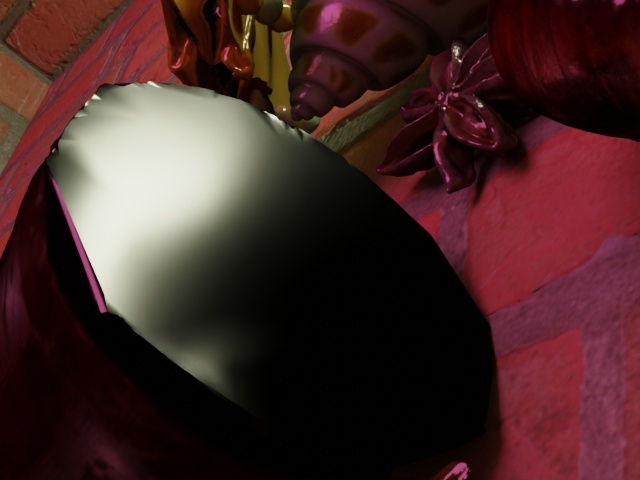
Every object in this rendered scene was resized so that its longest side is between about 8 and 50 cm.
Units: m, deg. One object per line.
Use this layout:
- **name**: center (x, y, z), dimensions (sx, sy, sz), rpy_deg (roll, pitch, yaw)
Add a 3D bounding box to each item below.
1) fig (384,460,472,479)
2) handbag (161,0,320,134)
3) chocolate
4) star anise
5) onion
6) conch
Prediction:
- **fig**: center (0.047, 0.199, 0.737), dimensions (0.154, 0.103, 0.109), rpy_deg (-57, 44, 11)
- **handbag**: center (-0.086, -0.183, 1.253), dimensions (0.133, 0.401, 0.283), rpy_deg (-1, 41, 8)
- **chocolate**: center (-0.112, 0.105, 0.888), dimensions (0.331, 0.383, 0.383), rpy_deg (-52, 21, 27)
- **star anise**: center (0.146, -0.133, 1.072), dimensions (0.197, 0.073, 0.212), rpy_deg (-57, 25, -5)
- **onion**: center (0.246, -0.140, 0.773), dimensions (0.272, 0.195, 0.272), rpy_deg (-7, 23, 3)
- **conch**: center (0.087, -0.275, 1.200), dimensions (0.368, 0.197, 0.249), rpy_deg (-32, -17, -5)
